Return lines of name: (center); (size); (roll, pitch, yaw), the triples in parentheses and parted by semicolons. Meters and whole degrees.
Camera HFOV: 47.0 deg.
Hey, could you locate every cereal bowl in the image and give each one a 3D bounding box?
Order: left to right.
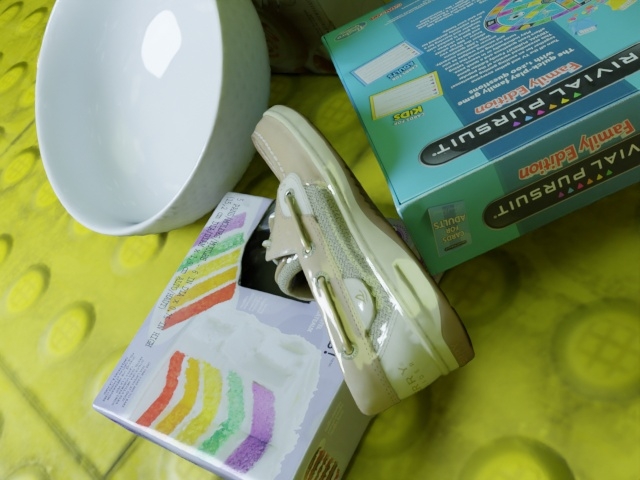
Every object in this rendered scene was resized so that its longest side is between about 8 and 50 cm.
cereal bowl: (-0.180, -0.169, 0.850); (0.339, 0.141, 0.338); (-1, 89, 40)

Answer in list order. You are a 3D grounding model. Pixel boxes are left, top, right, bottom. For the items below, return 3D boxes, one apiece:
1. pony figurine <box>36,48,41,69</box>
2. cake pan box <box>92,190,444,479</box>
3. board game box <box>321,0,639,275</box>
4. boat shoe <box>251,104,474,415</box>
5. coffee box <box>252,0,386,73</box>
pony figurine: (-0.314, -0.403, 1.088); (0.350, 0.303, 0.363); (-62, 27, 13)
cake pan box: (-0.045, 0.080, 0.662); (0.246, 0.070, 0.266); (14, 64, 37)
board game box: (0.155, -0.146, 0.652); (0.254, 0.079, 0.336); (-25, 37, 8)
boat shoe: (0.000, 0.000, 0.578); (0.098, 0.109, 0.302); (-34, 51, 1)
coffee box: (-0.055, -0.286, 0.910); (0.247, 0.141, 0.098); (11, 63, 40)
